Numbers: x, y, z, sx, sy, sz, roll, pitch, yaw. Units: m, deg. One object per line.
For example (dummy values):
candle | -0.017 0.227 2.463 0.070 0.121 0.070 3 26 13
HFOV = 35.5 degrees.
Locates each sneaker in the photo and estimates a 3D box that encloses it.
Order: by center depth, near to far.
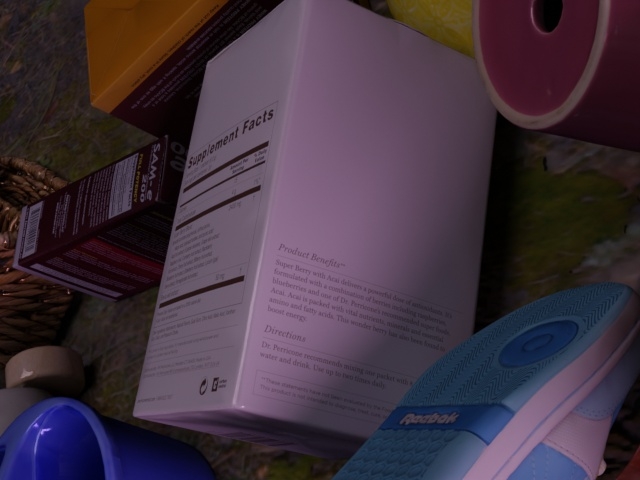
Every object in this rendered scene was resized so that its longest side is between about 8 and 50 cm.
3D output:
sneaker | 0.121 0.184 0.598 0.319 0.208 0.127 -40 13 -25

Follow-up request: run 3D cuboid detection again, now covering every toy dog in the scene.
toy dog | -0.386 0.237 1.056 0.334 0.161 0.220 -50 43 16

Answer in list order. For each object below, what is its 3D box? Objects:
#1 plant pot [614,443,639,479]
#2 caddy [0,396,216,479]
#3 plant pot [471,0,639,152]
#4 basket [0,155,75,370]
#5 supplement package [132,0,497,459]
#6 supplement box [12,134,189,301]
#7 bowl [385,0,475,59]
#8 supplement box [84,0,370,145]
plant pot | 0.251 0.142 0.359 0.272 0.265 0.273 -23 56 38
caddy | -0.209 0.300 0.829 0.241 0.179 0.341 -37 49 30
plant pot | 0.194 -0.129 0.558 0.201 0.180 0.201 176 90 -69
basket | -0.424 -0.007 1.173 0.299 0.213 0.223 27 92 49
supplement package | 0.000 0.000 0.734 0.175 0.177 0.293 -20 56 57
supplement box | -0.182 -0.014 0.988 0.239 0.130 0.073 -19 58 39
bowl | 0.136 -0.269 0.762 0.289 0.156 0.290 -22 57 39
supplement box | -0.078 -0.183 0.912 0.191 0.194 0.129 -36 49 29
